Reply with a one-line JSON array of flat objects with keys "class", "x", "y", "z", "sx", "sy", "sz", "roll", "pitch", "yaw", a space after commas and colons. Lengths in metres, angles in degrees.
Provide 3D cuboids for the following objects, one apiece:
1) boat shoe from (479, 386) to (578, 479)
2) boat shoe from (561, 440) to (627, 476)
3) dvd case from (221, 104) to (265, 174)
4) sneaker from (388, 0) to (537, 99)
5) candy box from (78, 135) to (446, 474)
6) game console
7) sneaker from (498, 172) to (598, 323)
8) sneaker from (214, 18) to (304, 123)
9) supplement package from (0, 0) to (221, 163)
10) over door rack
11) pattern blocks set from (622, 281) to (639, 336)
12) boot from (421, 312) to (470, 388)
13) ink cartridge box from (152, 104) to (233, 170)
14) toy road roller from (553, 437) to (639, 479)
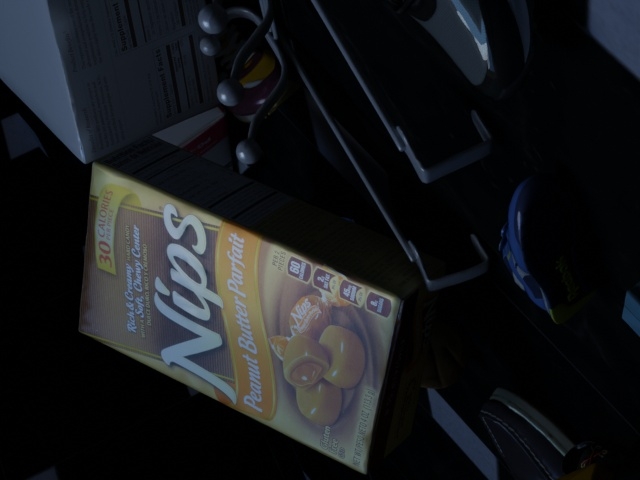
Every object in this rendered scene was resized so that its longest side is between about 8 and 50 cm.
[{"class": "boat shoe", "x": 0.224, "y": 0.263, "z": 1.498, "sx": 0.285, "sy": 0.092, "sz": 0.103, "roll": 55, "pitch": 168, "yaw": -16}, {"class": "boat shoe", "x": 0.232, "y": 0.193, "z": 1.361, "sx": 0.042, "sy": 0.049, "sz": 0.133, "roll": 45, "pitch": 174, "yaw": -1}, {"class": "dvd case", "x": -0.156, "y": -0.173, "z": 1.868, "sx": 0.239, "sy": 0.029, "sz": 0.179, "roll": 53, "pitch": 169, "yaw": -2}, {"class": "sneaker", "x": 0.018, "y": -0.183, "z": 0.910, "sx": 0.271, "sy": 0.108, "sz": 0.100, "roll": 51, "pitch": 167, "yaw": 0}, {"class": "candy box", "x": -0.059, "y": 0.051, "z": 1.429, "sx": 0.316, "sy": 0.087, "sz": 0.183, "roll": 23, "pitch": 122, "yaw": 23}, {"class": "game console", "x": 0.000, "y": 0.000, "z": 1.617, "sx": 0.124, "sy": 0.085, "sz": 0.144, "roll": 56, "pitch": 169, "yaw": -14}, {"class": "sneaker", "x": 0.145, "y": 0.000, "z": 1.105, "sx": 0.059, "sy": 0.053, "sz": 0.144, "roll": 47, "pitch": 167, "yaw": 36}, {"class": "sneaker", "x": -0.082, "y": -0.164, "z": 1.481, "sx": 0.084, "sy": 0.069, "sz": 0.185, "roll": 52, "pitch": 170, "yaw": -26}, {"class": "supplement package", "x": -0.212, "y": -0.241, "z": 1.421, "sx": 0.204, "sy": 0.145, "sz": 0.262, "roll": 42, "pitch": 149, "yaw": 42}, {"class": "over door rack", "x": -0.008, "y": -0.109, "z": 1.252, "sx": 0.324, "sy": 0.108, "sz": 0.239, "roll": 48, "pitch": 169, "yaw": 20}, {"class": "pattern blocks set", "x": 0.296, "y": 0.122, "z": 0.931, "sx": 0.325, "sy": 0.026, "sz": 0.285, "roll": 50, "pitch": 169, "yaw": 13}, {"class": "boot", "x": 0.004, "y": 0.059, "z": 1.612, "sx": 0.262, "sy": 0.095, "sz": 0.203, "roll": 24, "pitch": 178, "yaw": -13}, {"class": "ink cartridge box", "x": -0.185, "y": -0.126, "z": 1.792, "sx": 0.172, "sy": 0.100, "sz": 0.237, "roll": 50, "pitch": 167, "yaw": 15}, {"class": "toy road roller", "x": 0.240, "y": 0.312, "z": 1.229, "sx": 0.240, "sy": 0.202, "sz": 0.329, "roll": 40, "pitch": 155, "yaw": -5}]
